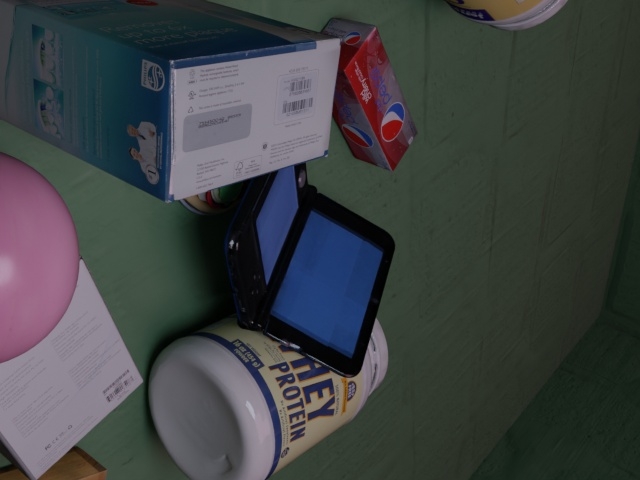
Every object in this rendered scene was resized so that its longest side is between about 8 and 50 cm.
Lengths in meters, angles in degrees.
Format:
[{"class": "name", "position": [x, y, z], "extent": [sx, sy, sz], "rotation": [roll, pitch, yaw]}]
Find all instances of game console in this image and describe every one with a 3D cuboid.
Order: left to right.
[{"class": "game console", "position": [0.000, 0.000, 1.140], "extent": [0.250, 0.173, 0.293], "rotation": [85, 18, -45]}]

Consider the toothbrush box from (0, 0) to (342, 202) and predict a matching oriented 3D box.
[{"class": "toothbrush box", "position": [-0.162, -0.161, 0.779], "extent": [0.216, 0.295, 0.126], "rotation": [-22, 127, -46]}]

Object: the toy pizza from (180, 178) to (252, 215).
[{"class": "toy pizza", "position": [-0.124, -0.126, 1.101], "extent": [0.201, 0.032, 0.201], "rotation": [-34, 137, -39]}]

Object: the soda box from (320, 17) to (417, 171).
[{"class": "soda box", "position": [0.069, -0.224, 1.264], "extent": [0.092, 0.083, 0.263], "rotation": [-56, 146, -15]}]

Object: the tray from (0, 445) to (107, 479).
[{"class": "tray", "position": [-0.423, 0.487, 1.051], "extent": [0.203, 0.076, 0.411], "rotation": [-5, 116, -54]}]

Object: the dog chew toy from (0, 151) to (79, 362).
[{"class": "dog chew toy", "position": [-0.385, 0.019, 0.685], "extent": [0.332, 0.206, 0.206], "rotation": [-2, 113, -43]}]

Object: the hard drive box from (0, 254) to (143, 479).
[{"class": "hard drive box", "position": [-0.330, 0.136, 0.931], "extent": [0.181, 0.089, 0.232], "rotation": [-43, 142, -30]}]

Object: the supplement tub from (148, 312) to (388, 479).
[{"class": "supplement tub", "position": [-0.070, 0.210, 1.218], "extent": [0.325, 0.235, 0.235], "rotation": [-23, 129, -47]}]

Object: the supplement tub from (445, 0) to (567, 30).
[{"class": "supplement tub", "position": [0.254, -0.474, 1.215], "extent": [0.331, 0.241, 0.241], "rotation": [15, 99, -57]}]
